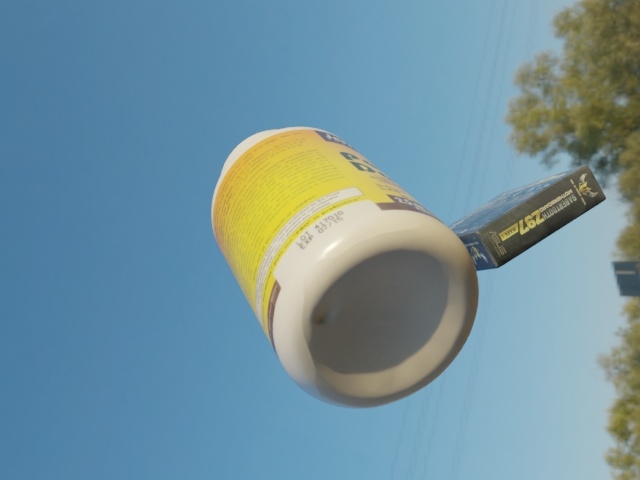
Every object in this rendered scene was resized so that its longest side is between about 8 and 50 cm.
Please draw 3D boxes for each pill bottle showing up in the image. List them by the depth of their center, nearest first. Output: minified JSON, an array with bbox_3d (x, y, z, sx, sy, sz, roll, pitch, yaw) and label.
[{"bbox_3d":[0.000,0.000,0.483,0.215,0.117,0.117,-129,19,-58],"label":"pill bottle"}]

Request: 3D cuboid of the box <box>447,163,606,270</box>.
[{"bbox_3d":[0.251,-0.021,1.060,0.183,0.233,0.059,-31,-87,-15],"label":"box"}]
